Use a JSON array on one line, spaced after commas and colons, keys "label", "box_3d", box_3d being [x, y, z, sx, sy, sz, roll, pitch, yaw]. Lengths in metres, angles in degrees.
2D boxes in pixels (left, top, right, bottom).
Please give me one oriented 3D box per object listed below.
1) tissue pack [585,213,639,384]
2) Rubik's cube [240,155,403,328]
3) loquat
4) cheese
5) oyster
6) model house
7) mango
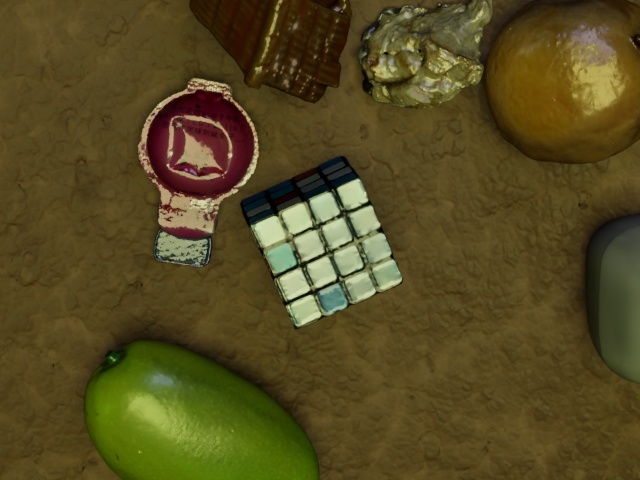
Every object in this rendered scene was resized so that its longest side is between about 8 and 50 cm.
[{"label": "tissue pack", "box_3d": [0.523, 0.076, 1.855, 0.333, 0.236, 0.229, -3, 104, -5]}, {"label": "Rubik's cube", "box_3d": [0.000, 0.000, 1.826, 0.154, 0.151, 0.155, -25, 104, -1]}, {"label": "loquat", "box_3d": [0.320, -0.205, 1.791, 0.238, 0.193, 0.238, 8, 107, 26]}, {"label": "cheese", "box_3d": [-0.161, -0.086, 1.834, 0.155, 0.062, 0.244, 8, 103, -7]}, {"label": "oyster", "box_3d": [0.140, -0.251, 1.807, 0.163, 0.081, 0.191, 34, 80, 12]}, {"label": "model house", "box_3d": [-0.044, -0.295, 1.716, 0.220, 0.229, 0.199, 29, 104, -13]}, {"label": "mango", "box_3d": [-0.151, 0.259, 1.868, 0.343, 0.156, 0.192, 29, 101, -14]}]
